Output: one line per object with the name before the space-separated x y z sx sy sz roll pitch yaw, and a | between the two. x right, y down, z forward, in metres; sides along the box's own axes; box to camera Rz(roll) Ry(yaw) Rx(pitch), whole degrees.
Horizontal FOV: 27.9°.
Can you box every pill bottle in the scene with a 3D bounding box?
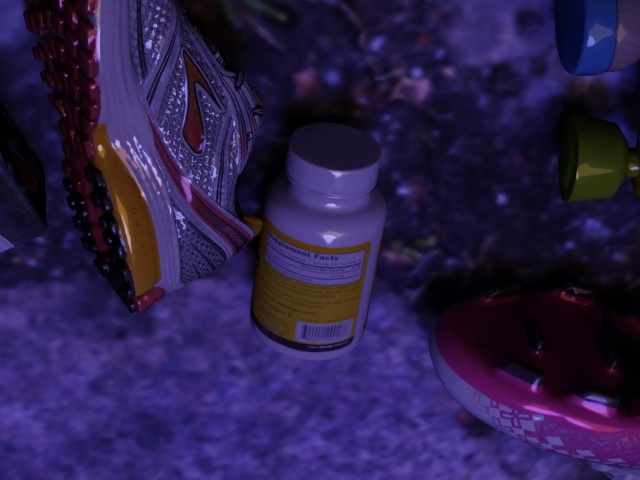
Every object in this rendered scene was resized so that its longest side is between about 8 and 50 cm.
pill bottle | 0.000 0.000 0.672 0.065 0.065 0.116 0 126 -14

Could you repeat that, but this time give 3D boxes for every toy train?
toy train | 0.190 -0.036 0.676 0.143 0.105 0.248 0 127 -1

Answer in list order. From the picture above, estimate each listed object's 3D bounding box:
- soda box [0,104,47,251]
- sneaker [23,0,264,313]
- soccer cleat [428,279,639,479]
soda box | -0.220 -0.006 0.622 0.169 0.053 0.060 -23 128 4
sneaker | -0.079 -0.078 0.598 0.092 0.088 0.225 -23 131 -22
soccer cleat | 0.207 0.118 0.779 0.331 0.116 0.143 9 129 -18
